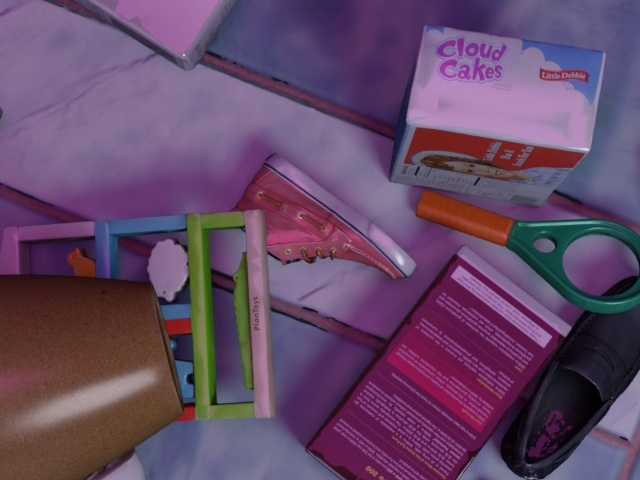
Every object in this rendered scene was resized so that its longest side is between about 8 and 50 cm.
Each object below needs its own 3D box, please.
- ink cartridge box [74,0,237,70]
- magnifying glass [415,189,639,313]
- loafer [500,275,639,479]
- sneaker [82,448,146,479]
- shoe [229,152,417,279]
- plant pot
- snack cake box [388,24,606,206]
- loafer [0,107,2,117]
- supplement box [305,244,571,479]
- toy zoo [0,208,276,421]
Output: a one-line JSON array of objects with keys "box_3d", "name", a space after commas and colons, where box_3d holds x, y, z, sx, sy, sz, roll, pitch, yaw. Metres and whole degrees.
[{"box_3d": [-0.182, -0.351, 1.466, 0.296, 0.066, 0.261, 32, 84, 3], "name": "ink cartridge box"}, {"box_3d": [0.201, 0.002, 1.422, 0.231, 0.026, 0.092, 21, 61, 12], "name": "magnifying glass"}, {"box_3d": [0.248, 0.127, 1.400, 0.076, 0.078, 0.223, 37, 82, 5], "name": "loafer"}, {"box_3d": [-0.295, 0.328, 1.359, 0.366, 0.135, 0.150, -34, 110, -8], "name": "sneaker"}, {"box_3d": [0.000, 0.000, 1.425, 0.178, 0.063, 0.081, 37, 85, 9], "name": "shoe"}, {"box_3d": [-0.253, 0.126, 1.296, 0.254, 0.237, 0.237, -13, 83, -3], "name": "plant pot"}, {"box_3d": [0.146, -0.103, 1.336, 0.152, 0.264, 0.089, 10, 82, 0], "name": "snack cake box"}, {"box_3d": [-0.378, -0.117, 1.435, 0.148, 0.056, 0.050, 6, 76, 0], "name": "loafer"}, {"box_3d": [0.107, 0.138, 1.400, 0.130, 0.073, 0.239, 38, 83, 5], "name": "supplement box"}, {"box_3d": [-0.191, 0.076, 1.402, 0.293, 0.030, 0.192, -5, 85, 11], "name": "toy zoo"}]
